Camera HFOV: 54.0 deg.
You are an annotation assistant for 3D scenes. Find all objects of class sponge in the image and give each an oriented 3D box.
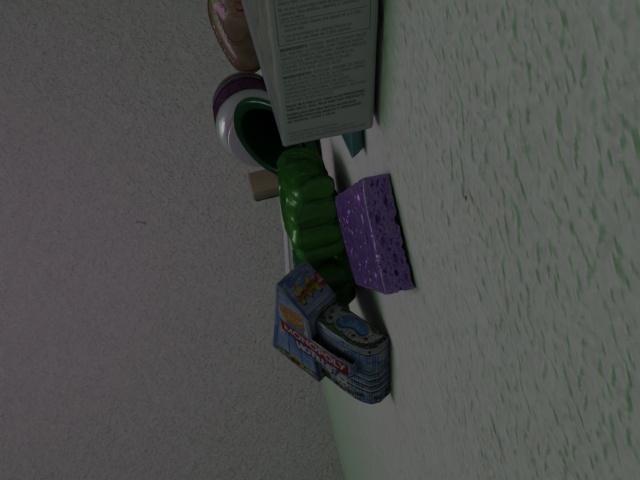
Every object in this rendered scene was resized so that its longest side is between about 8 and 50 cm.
[{"bbox_3d":[0.054,-0.004,0.706,0.210,0.031,0.117,171,85,-85],"label":"sponge"}]

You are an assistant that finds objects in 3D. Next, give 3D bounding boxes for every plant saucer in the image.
[{"bbox_3d":[0.017,-0.178,0.733,0.067,0.018,0.192,82,173,-45],"label":"plant saucer"}]

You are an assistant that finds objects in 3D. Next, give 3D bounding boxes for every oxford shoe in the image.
[{"bbox_3d":[-0.184,-0.531,1.351,0.130,0.123,0.348,-130,25,-65],"label":"oxford shoe"}]

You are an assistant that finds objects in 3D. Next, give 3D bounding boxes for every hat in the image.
[{"bbox_3d":[-0.040,-0.230,1.128,0.208,0.183,0.173,19,144,32],"label":"hat"}]

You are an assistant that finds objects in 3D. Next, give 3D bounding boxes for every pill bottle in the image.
[{"bbox_3d":[-0.160,-0.276,1.441,0.301,0.169,0.169,-113,11,-62],"label":"pill bottle"}]

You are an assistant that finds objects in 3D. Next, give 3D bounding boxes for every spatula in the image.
[{"bbox_3d":[-0.032,0.018,1.247,0.168,0.019,0.242,24,126,46],"label":"spatula"}]

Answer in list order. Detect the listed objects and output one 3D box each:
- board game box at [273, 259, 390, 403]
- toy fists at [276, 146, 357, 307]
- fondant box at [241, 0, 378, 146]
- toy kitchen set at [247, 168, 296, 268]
[{"bbox_3d":[0.005,0.129,0.884,0.194,0.060,0.194,32,149,31],"label":"board game box"},{"bbox_3d":[0.000,0.000,0.943,0.142,0.096,0.279,-99,-1,-45],"label":"toy fists"},{"bbox_3d":[-0.026,-0.280,0.527,0.330,0.096,0.238,88,167,-56],"label":"fondant box"},{"bbox_3d":[-0.074,-0.036,1.398,0.166,0.122,0.207,90,166,-66],"label":"toy kitchen set"}]
